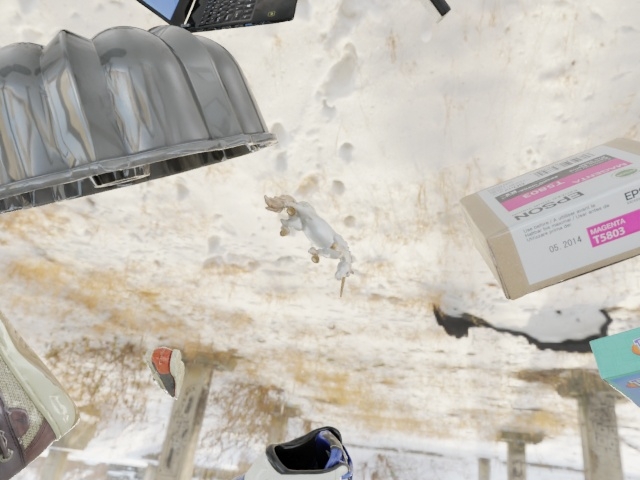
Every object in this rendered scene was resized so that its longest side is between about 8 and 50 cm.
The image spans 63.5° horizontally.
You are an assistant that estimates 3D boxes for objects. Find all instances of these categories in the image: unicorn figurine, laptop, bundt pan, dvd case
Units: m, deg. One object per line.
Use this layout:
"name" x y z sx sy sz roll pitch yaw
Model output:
"unicorn figurine" 0.000 0.000 0.654 0.060 0.161 0.111 -31 179 14
"laptop" -0.164 -0.432 0.759 0.265 0.234 0.136 -1 147 13
"bundt pan" -0.214 -0.117 0.516 0.331 0.124 0.331 -14 -172 2
"dvd case" 0.133 -0.480 0.877 0.022 0.180 0.253 -37 100 20

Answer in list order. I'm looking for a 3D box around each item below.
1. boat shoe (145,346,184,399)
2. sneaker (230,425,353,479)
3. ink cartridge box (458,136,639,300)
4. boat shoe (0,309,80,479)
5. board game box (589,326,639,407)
"boat shoe" -0.230 0.198 0.772 0.043 0.049 0.137 5 143 -5
"sneaker" 0.019 0.406 0.806 0.316 0.182 0.127 31 -170 -12
"ink cartridge box" 0.309 -0.037 0.641 0.235 0.193 0.088 -22 103 11
"boat shoe" -0.310 0.092 0.415 0.103 0.092 0.285 -1 128 28
"board game box" 0.416 0.139 0.562 0.160 0.047 0.210 -28 136 33
